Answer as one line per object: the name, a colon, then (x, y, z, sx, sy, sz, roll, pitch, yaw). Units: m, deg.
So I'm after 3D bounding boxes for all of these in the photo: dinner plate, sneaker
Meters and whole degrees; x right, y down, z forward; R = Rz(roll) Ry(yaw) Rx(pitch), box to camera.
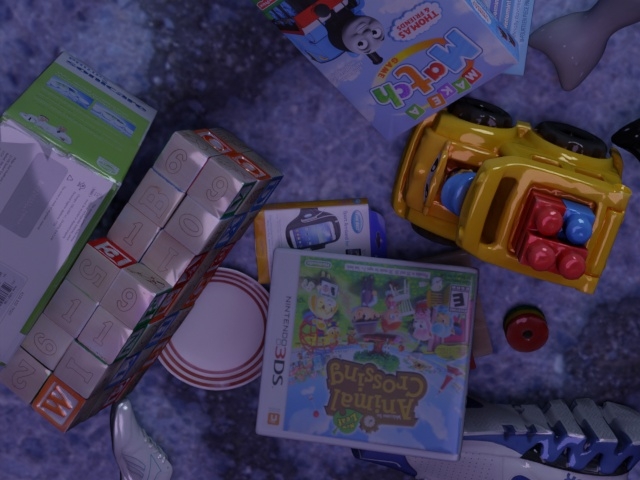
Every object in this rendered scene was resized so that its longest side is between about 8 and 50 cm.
dinner plate: (-0.111, 0.092, 1.559, 0.141, 0.017, 0.141, 0, 107, 1)
sneaker: (0.187, 0.264, 1.555, 0.315, 0.127, 0.182, 5, 106, -3)
sneaker: (-0.194, 0.233, 1.592, 0.061, 0.053, 0.152, -11, 114, -6)

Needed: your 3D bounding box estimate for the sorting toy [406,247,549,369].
sorting toy: (0.096, 0.090, 1.527, 0.274, 0.046, 0.132, -14, 120, 5)

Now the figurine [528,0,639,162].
figurine: (0.318, -0.175, 1.392, 0.215, 0.092, 0.209, 49, 137, 3)

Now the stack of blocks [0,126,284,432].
stack of blocks: (-0.174, 0.033, 1.449, 0.087, 0.171, 0.297, 38, 105, 8)

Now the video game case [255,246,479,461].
video game case: (0.046, 0.113, 1.474, 0.212, 0.023, 0.193, 6, 90, 15)

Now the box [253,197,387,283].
box: (0.000, 0.000, 1.523, 0.136, 0.028, 0.081, -4, 108, -1)

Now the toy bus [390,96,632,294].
toy bus: (0.186, -0.032, 1.416, 0.220, 0.211, 0.149, 17, 109, -3)

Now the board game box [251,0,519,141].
board game box: (0.062, -0.206, 1.381, 0.160, 0.039, 0.211, -31, 124, 27)

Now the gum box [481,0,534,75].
gum box: (0.117, -0.249, 1.433, 0.184, 0.041, 0.157, 5, 107, -2)

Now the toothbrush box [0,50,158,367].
toothbrush box: (-0.268, -0.040, 1.377, 0.122, 0.283, 0.206, 32, 105, -11)
